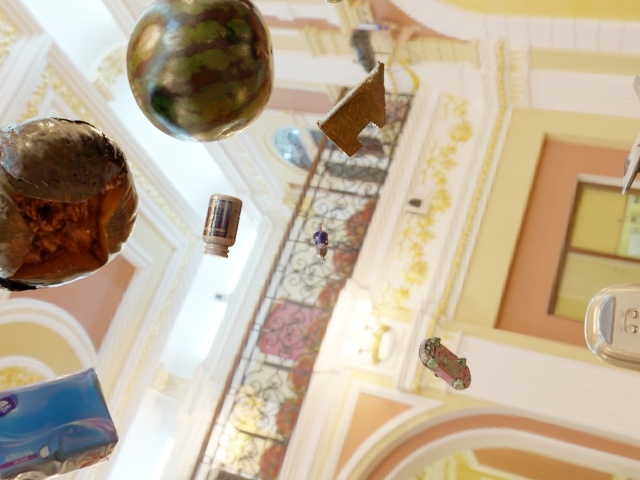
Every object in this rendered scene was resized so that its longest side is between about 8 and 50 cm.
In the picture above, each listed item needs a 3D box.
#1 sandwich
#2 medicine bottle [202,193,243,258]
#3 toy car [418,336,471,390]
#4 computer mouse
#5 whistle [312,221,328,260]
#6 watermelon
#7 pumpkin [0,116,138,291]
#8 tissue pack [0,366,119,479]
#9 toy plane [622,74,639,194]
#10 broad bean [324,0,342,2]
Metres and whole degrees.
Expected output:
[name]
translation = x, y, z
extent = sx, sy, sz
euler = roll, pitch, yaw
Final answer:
[sandwich]
translation = 0.107, -0.344, 2.022
extent = 0.236, 0.128, 0.122
euler = -44, 16, 5
[medicine bottle]
translation = -0.309, -0.043, 2.418
extent = 0.107, 0.107, 0.191
euler = 27, -109, -66
[toy car]
translation = 0.256, 0.259, 1.609
extent = 0.142, 0.055, 0.069
euler = 39, -140, -22
[computer mouse]
translation = 0.543, 0.141, 1.226
extent = 0.082, 0.236, 0.145
euler = 39, -124, -59
[whistle]
translation = 0.000, 0.000, 1.405
extent = 0.033, 0.029, 0.083
euler = 71, -170, -48
[watermelon]
translation = -0.217, -0.320, 1.431
extent = 0.285, 0.285, 0.285
euler = 10, -90, -67
[pumpkin]
translation = -0.460, -0.063, 1.323
extent = 0.320, 0.192, 0.320
euler = -27, -37, -23
[tissue pack]
translation = -0.610, 0.419, 1.721
extent = 0.263, 0.198, 0.146
euler = -11, -28, -34
[toy plane]
translation = 0.642, -0.202, 1.511
extent = 0.160, 0.082, 0.234
euler = -29, -57, -67
[broad bean]
translation = 0.003, -0.450, 1.220
extent = 0.174, 0.082, 0.124
euler = 46, -158, -54
